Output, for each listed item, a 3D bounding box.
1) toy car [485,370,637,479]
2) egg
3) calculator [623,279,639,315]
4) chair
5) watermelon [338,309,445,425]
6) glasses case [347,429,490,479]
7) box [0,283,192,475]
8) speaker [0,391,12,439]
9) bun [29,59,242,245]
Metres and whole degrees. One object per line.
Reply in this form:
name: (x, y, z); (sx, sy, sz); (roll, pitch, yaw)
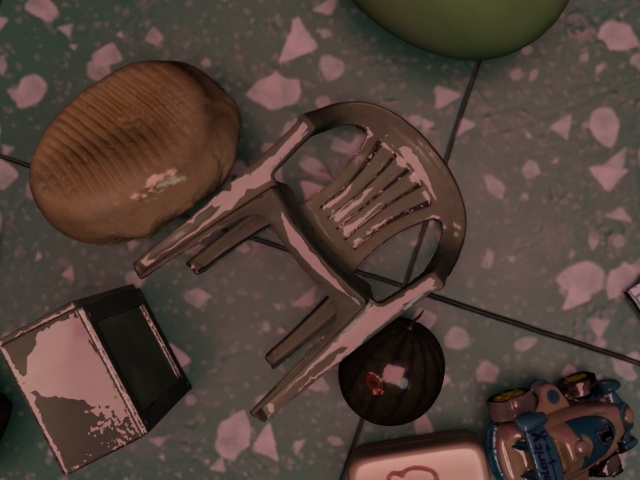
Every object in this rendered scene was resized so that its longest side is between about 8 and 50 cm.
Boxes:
toy car: (0.250, 0.199, 0.998); (0.161, 0.098, 0.126); (-15, 91, -13)
egg: (0.117, -0.292, 0.943); (0.269, 0.220, 0.220); (42, 93, 1)
calculator: (0.394, 0.025, 1.038); (0.172, 0.018, 0.057); (-36, 91, 3)
chair: (0.000, 0.000, 0.989); (0.274, 0.190, 0.203); (-37, 91, 11)
watermelon: (0.076, 0.119, 1.007); (0.105, 0.105, 0.133); (25, 116, 2)
glasses case: (0.121, 0.368, 1.030); (0.144, 0.076, 0.336); (-11, 91, 2)
box: (-0.205, 0.121, 0.965); (0.086, 0.225, 0.129); (-27, 90, 3)
speaker: (-0.467, 0.096, 1.017); (0.329, 0.259, 0.198); (22, 137, -25)
bun: (-0.170, -0.074, 0.999); (0.222, 0.127, 0.222); (-13, 52, 17)
